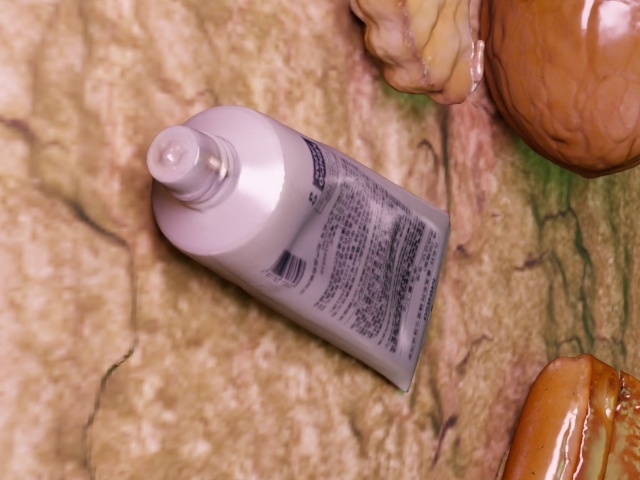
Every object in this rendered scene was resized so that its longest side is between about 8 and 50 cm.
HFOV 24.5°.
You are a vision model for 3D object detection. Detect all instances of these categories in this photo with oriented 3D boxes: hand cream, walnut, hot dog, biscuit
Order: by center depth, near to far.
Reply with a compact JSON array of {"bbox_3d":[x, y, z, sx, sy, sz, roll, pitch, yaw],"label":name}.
[{"bbox_3d":[0.000,0.000,0.844,0.341,0.078,0.124,32,70,-61],"label":"hand cream"},{"bbox_3d":[0.057,-0.180,0.881,0.118,0.061,0.183,26,73,-52],"label":"biscuit"},{"bbox_3d":[0.187,-0.143,0.989,0.167,0.167,0.207,-21,115,-52],"label":"walnut"},{"bbox_3d":[0.165,0.250,1.089,0.135,0.100,0.337,30,71,-44],"label":"hot dog"}]
